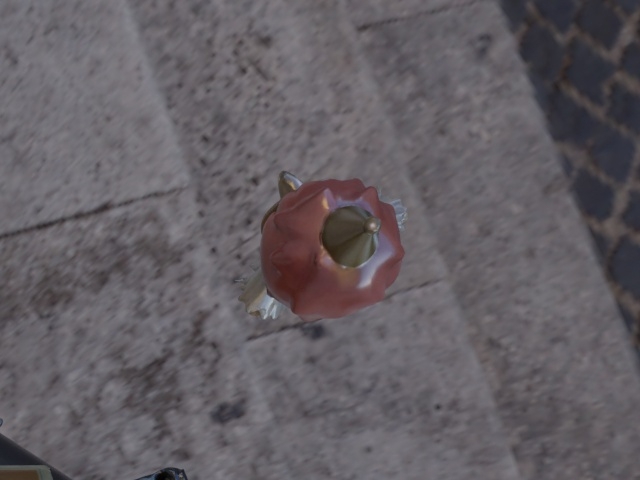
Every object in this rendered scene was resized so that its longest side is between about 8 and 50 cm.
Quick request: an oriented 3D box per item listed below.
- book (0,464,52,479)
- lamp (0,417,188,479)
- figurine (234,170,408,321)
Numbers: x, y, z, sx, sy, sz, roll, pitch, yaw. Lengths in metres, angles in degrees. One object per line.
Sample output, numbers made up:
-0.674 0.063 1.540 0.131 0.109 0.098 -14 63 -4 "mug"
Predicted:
-0.318 0.211 1.396 0.242 0.170 0.018 1 108 -15 "book"
-0.361 0.293 1.935 0.374 0.205 0.272 -24 50 -26 "lamp"
0.000 0.000 1.915 0.207 0.387 0.166 -27 90 -4 "figurine"
